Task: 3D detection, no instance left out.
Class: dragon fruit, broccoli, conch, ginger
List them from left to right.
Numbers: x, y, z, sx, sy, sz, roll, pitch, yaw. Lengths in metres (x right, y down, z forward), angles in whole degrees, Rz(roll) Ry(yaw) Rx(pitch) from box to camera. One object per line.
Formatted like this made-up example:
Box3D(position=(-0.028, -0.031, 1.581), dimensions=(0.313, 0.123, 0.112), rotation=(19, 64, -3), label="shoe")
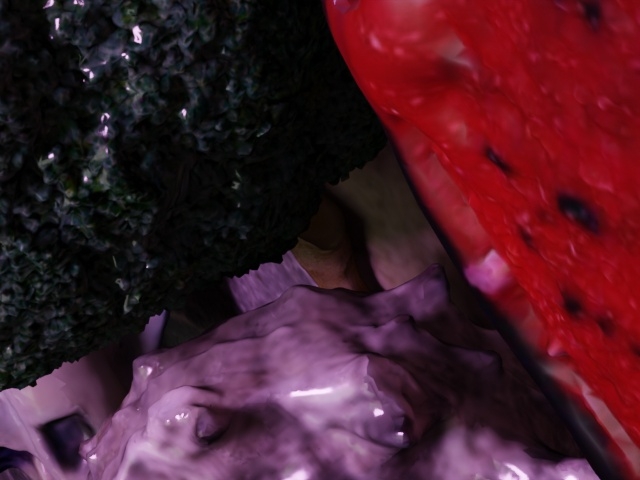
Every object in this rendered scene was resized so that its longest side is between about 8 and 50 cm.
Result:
Box3D(position=(-0.110, -0.090, 0.496), dimensions=(0.297, 0.298, 0.297), rotation=(124, 149, -62), label="broccoli")
Box3D(position=(-0.011, 0.127, 0.558), dimensions=(0.313, 0.241, 0.186), rotation=(-34, 56, 52), label="conch")
Box3D(position=(0.000, -0.001, 0.622), dimensions=(0.097, 0.030, 0.048), rotation=(55, -179, 5), label="ginger")
Box3D(position=(0.142, 0.024, 0.340), dimensions=(0.343, 0.100, 0.282), rotation=(39, 151, 35), label="dragon fruit")

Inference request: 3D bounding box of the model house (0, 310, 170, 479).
Box3D(position=(-0.205, 0.051, 0.792), dimensions=(0.284, 0.243, 0.298), rotation=(61, 164, -21), label="model house")
